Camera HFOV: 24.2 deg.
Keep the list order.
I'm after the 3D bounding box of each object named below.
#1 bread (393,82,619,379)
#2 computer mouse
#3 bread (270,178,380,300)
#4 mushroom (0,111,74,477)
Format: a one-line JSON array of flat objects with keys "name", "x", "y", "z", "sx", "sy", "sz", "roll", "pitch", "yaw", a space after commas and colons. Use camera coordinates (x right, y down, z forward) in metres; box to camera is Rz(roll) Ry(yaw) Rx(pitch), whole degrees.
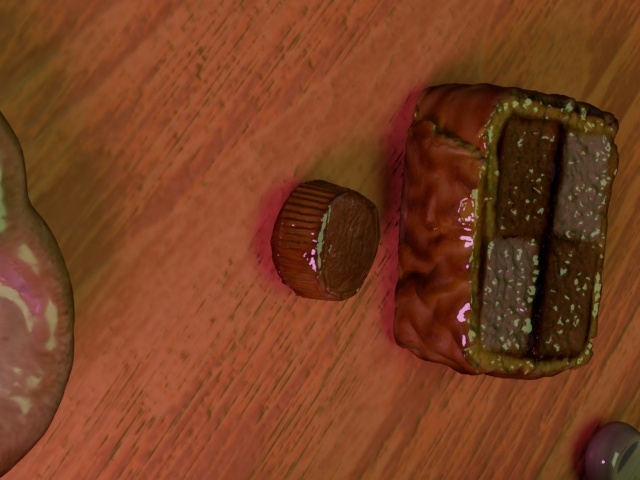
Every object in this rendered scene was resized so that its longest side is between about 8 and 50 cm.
[{"name": "bread", "x": 0.136, "y": -0.005, "z": 1.122, "sx": 0.181, "sy": 0.096, "sz": 0.222, "roll": -1, "pitch": 98, "yaw": -42}, {"name": "computer mouse", "x": 0.256, "y": 0.198, "z": 1.296, "sx": 0.066, "sy": 0.039, "sz": 0.096, "roll": -47, "pitch": 132, "yaw": -26}, {"name": "bread", "x": 0.000, "y": 0.000, "z": 1.031, "sx": 0.085, "sy": 0.053, "sz": 0.085, "roll": -18, "pitch": 112, "yaw": -51}, {"name": "mushroom", "x": -0.238, "y": 0.022, "z": 0.762, "sx": 0.278, "sy": 0.146, "sz": 0.278, "roll": 5, "pitch": 84, "yaw": -51}]
